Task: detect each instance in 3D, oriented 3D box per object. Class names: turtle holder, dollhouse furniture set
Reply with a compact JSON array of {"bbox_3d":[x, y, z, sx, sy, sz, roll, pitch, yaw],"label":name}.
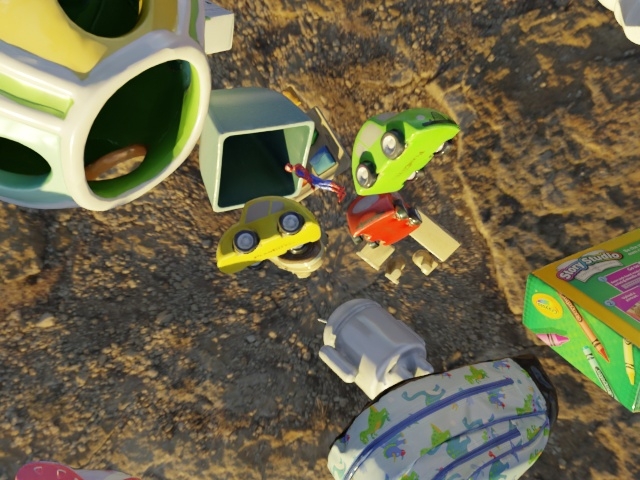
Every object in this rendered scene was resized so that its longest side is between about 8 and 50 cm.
[{"bbox_3d":[-0.177,-0.164,0.396,0.227,0.243,0.320,43,125,11],"label":"turtle holder"},{"bbox_3d":[0.183,-0.004,1.282,0.144,0.123,0.151,38,112,-7],"label":"dollhouse furniture set"}]

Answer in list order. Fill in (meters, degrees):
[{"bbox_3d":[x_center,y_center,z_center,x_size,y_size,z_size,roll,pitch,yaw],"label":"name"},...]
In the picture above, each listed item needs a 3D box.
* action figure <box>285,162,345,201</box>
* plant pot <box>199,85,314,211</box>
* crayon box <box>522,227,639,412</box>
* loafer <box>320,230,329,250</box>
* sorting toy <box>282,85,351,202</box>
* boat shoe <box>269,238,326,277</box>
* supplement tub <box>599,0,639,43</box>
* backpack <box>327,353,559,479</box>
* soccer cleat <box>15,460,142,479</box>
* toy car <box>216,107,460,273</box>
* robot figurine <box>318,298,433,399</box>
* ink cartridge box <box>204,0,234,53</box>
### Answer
[{"bbox_3d":[-0.012,-0.103,1.058,0.115,0.038,0.030,32,81,17],"label":"action figure"},{"bbox_3d":[-0.197,-0.264,1.587,0.247,0.248,0.252,-14,51,-26],"label":"plant pot"},{"bbox_3d":[0.395,0.064,0.699,0.278,0.165,0.081,-18,124,-19],"label":"crayon box"},{"bbox_3d":[0.000,0.000,1.752,0.056,0.148,0.050,19,87,-8],"label":"loafer"},{"bbox_3d":[-0.075,-0.285,1.790,0.229,0.041,0.307,-34,76,16],"label":"sorting toy"},{"bbox_3d":[-0.034,0.026,0.974,0.068,0.190,0.072,-39,111,-13],"label":"boat shoe"},{"bbox_3d":[0.450,-0.455,0.805,0.241,0.241,0.331,-11,72,0],"label":"supplement tub"},{"bbox_3d":[0.185,0.328,0.971,0.355,0.273,0.290,14,128,-31],"label":"backpack"},{"bbox_3d":[-0.454,0.472,1.183,0.248,0.095,0.083,19,81,-20],"label":"soccer cleat"},{"bbox_3d":[0.036,-0.052,0.547,0.239,0.225,0.053,-10,68,-34],"label":"toy car"},{"bbox_3d":[0.144,0.293,1.675,0.300,0.353,0.200,-9,127,-36],"label":"robot figurine"},{"bbox_3d":[-0.334,-0.513,1.429,0.219,0.160,0.093,35,132,25],"label":"ink cartridge box"}]
